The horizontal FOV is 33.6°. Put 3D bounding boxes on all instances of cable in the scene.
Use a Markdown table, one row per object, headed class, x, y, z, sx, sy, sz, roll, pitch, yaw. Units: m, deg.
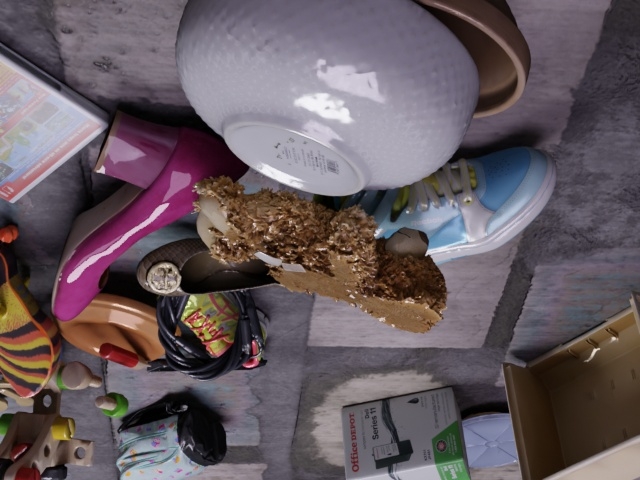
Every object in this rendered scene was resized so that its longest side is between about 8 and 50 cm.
| class | x | y | z | sx | sy | sz | roll | pitch | yaw |
| --- | --- | --- | --- | --- | --- | --- | --- | --- | --- |
| cable | -0.167 | 0.108 | 1.545 | 0.150 | 0.047 | 0.184 | -17 | 101 | -14 |

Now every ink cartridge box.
| class | x | y | z | sx | sy | sz | roll | pitch | yaw |
| --- | --- | --- | --- | --- | --- | --- | --- | --- | --- |
| ink cartridge box | 0.146 | 0.357 | 1.858 | 0.208 | 0.153 | 0.087 | -13 | 139 | 10 |

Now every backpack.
| class | x | y | z | sx | sy | sz | roll | pitch | yaw |
| --- | --- | --- | --- | --- | --- | --- | --- | --- | --- |
| backpack | -0.273 | 0.363 | 1.859 | 0.182 | 0.115 | 0.152 | -17 | 141 | 19 |

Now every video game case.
| class | x | y | z | sx | sy | sz | roll | pitch | yaw |
| --- | --- | --- | --- | --- | --- | --- | --- | --- | --- |
| video game case | -0.430 | -0.166 | 1.280 | 0.204 | 0.025 | 0.285 | -32 | 132 | 29 |

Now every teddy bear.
| class | x | y | z | sx | sy | sz | roll | pitch | yaw |
| --- | --- | --- | --- | --- | --- | --- | --- | --- | --- |
| teddy bear | 0.000 | 0.000 | 1.279 | 0.338 | 0.113 | 0.245 | 15 | 158 | 12 |

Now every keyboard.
| class | x | y | z | sx | sy | sz | roll | pitch | yaw |
| --- | --- | --- | --- | --- | --- | --- | --- | --- | --- |
| keyboard | -0.186 | 0.199 | 1.711 | 0.180 | 0.023 | 0.108 | 3 | 166 | -23 |

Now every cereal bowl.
| class | x | y | z | sx | sy | sz | roll | pitch | yaw |
| --- | --- | --- | --- | --- | --- | --- | --- | --- | --- |
| cereal bowl | -0.007 | -0.146 | 1.137 | 0.339 | 0.141 | 0.339 | 19 | 162 | 6 |

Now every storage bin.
| class | x | y | z | sx | sy | sz | roll | pitch | yaw |
| --- | --- | --- | --- | --- | --- | --- | --- | --- | --- |
| storage bin | 0.439 | 0.248 | 1.666 | 0.123 | 0.260 | 0.262 | 30 | 129 | -33 |

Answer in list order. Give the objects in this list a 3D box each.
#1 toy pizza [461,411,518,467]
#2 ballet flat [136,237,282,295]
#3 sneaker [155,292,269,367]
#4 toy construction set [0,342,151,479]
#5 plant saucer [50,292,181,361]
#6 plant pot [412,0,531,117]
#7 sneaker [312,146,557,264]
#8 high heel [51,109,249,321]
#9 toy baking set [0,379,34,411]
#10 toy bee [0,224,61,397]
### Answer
| class | x | y | z | sx | sy | sz | roll | pitch | yaw |
| --- | --- | --- | --- | --- | --- | --- | --- | --- | --- |
| toy pizza | 0.317 | 0.366 | 1.977 | 0.201 | 0.032 | 0.201 | -2 | 141 | -2 |
| ballet flat | -0.131 | 0.043 | 1.487 | 0.250 | 0.058 | 0.084 | -1 | 118 | -23 |
| sneaker | -0.159 | 0.127 | 1.600 | 0.208 | 0.094 | 0.081 | 29 | 132 | -31 |
| toy construction set | -0.400 | 0.257 | 1.639 | 0.309 | 0.257 | 0.237 | -23 | 160 | 9 |
| plant saucer | -0.312 | 0.137 | 1.603 | 0.200 | 0.037 | 0.200 | 7 | 152 | 4 |
| plant pot | 0.119 | -0.237 | 1.142 | 0.237 | 0.110 | 0.237 | 18 | 162 | 6 |
| sneaker | 0.130 | -0.064 | 1.373 | 0.319 | 0.127 | 0.208 | -28 | 136 | 25 |
| high heel | -0.240 | 0.001 | 1.411 | 0.181 | 0.127 | 0.377 | 19 | 134 | -15 |
| toy baking set | -0.538 | 0.207 | 1.719 | 0.196 | 0.030 | 0.256 | 17 | 136 | -28 |
| toy bee | -0.453 | 0.068 | 1.457 | 0.162 | 0.195 | 0.298 | -43 | 119 | 7 |
